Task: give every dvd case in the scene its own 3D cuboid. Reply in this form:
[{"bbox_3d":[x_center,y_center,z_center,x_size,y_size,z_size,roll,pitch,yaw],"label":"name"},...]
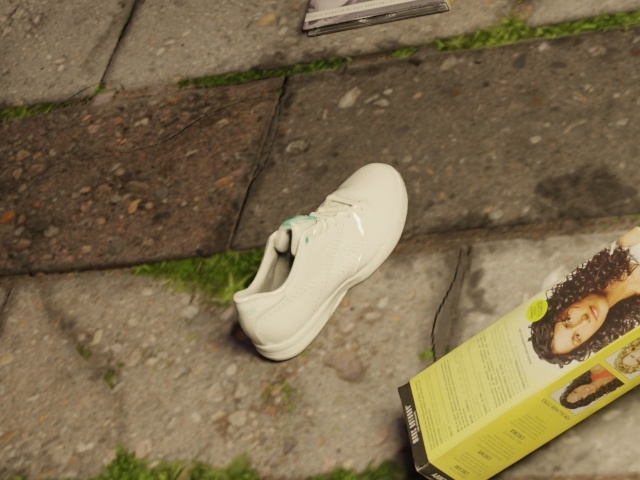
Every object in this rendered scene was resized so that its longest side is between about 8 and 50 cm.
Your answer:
[{"bbox_3d":[0.078,-0.314,1.618,0.164,0.018,0.221,-7,49,26],"label":"dvd case"}]

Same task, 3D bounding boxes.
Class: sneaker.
[{"bbox_3d":[0.000,0.000,1.321,0.080,0.094,0.212,15,60,41],"label":"sneaker"}]

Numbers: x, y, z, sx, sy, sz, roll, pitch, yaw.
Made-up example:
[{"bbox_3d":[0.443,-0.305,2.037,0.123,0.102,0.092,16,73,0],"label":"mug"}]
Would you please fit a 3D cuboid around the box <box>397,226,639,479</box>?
[{"bbox_3d":[0.167,0.092,1.116,0.232,0.058,0.087,-38,38,22],"label":"box"}]
